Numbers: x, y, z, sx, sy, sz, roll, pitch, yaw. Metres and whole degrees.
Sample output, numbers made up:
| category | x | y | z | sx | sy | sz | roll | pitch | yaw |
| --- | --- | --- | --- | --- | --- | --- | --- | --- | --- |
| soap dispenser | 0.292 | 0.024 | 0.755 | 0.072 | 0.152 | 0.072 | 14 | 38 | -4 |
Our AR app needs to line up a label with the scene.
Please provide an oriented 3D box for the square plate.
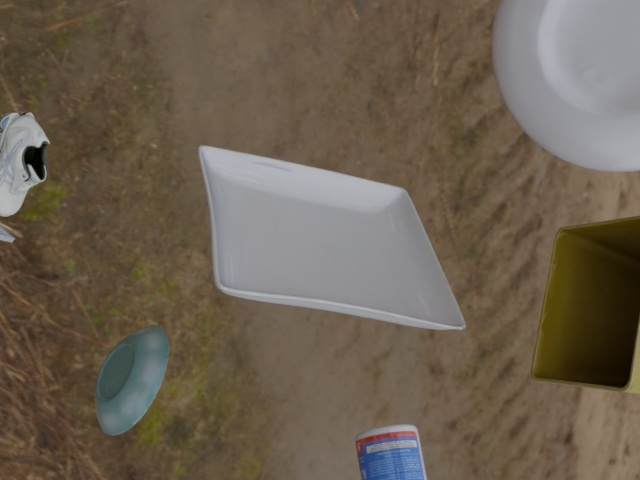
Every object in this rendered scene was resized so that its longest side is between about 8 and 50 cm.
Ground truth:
| category | x | y | z | sx | sy | sz | roll | pitch | yaw |
| --- | --- | --- | --- | --- | --- | --- | --- | --- | --- |
| square plate | 0.000 | 0.000 | 1.319 | 0.344 | 0.347 | 0.049 | 11 | 123 | -19 |

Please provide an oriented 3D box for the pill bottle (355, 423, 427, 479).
| category | x | y | z | sx | sy | sz | roll | pitch | yaw |
| --- | --- | --- | --- | --- | --- | --- | --- | --- | --- |
| pill bottle | 0.141 | 0.466 | 1.761 | 0.124 | 0.124 | 0.221 | 24 | 51 | -54 |

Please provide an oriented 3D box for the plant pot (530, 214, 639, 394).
| category | x | y | z | sx | sy | sz | roll | pitch | yaw |
| --- | --- | --- | --- | --- | --- | --- | --- | --- | --- |
| plant pot | 0.419 | 0.100 | 1.199 | 0.187 | 0.212 | 0.212 | 15 | 81 | -18 |

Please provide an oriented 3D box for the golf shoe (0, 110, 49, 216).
| category | x | y | z | sx | sy | sz | roll | pitch | yaw |
| --- | --- | --- | --- | --- | --- | --- | --- | --- | --- |
| golf shoe | -0.426 | -0.093 | 1.329 | 0.069 | 0.086 | 0.176 | -24 | 144 | -45 |

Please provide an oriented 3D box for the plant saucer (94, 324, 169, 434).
| category | x | y | z | sx | sy | sz | roll | pitch | yaw |
| --- | --- | --- | --- | --- | --- | --- | --- | --- | --- |
| plant saucer | -0.324 | 0.223 | 1.552 | 0.037 | 0.195 | 0.194 | 33 | 80 | -34 |

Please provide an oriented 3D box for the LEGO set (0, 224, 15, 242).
| category | x | y | z | sx | sy | sz | roll | pitch | yaw |
| --- | --- | --- | --- | --- | --- | --- | --- | --- | --- |
| LEGO set | -0.632 | -0.081 | 1.604 | 0.060 | 0.182 | 0.244 | -50 | 169 | 1 |

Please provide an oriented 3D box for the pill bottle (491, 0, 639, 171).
| category | x | y | z | sx | sy | sz | roll | pitch | yaw |
| --- | --- | --- | --- | --- | --- | --- | --- | --- | --- |
| pill bottle | 0.263 | -0.152 | 0.755 | 0.323 | 0.182 | 0.181 | -15 | 119 | -63 |
